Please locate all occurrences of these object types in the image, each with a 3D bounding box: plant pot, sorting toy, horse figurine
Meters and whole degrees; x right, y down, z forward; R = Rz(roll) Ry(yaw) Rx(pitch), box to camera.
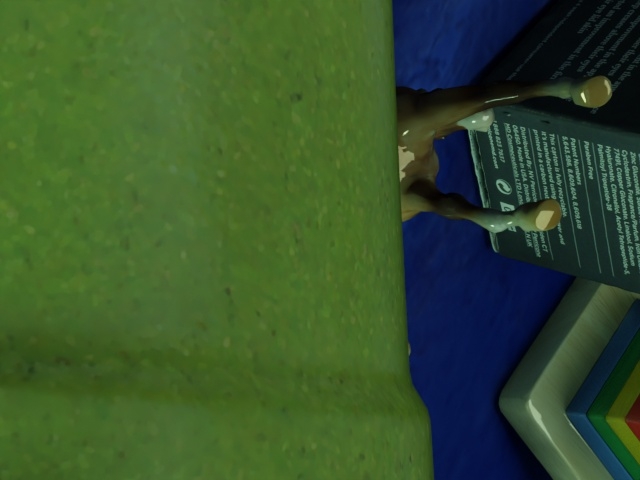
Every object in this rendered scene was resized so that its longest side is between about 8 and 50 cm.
[{"bbox_3d":[-0.082,-0.037,0.546,0.276,0.276,0.253,11,83,-55],"label":"plant pot"},{"bbox_3d":[0.262,0.087,1.121,0.257,0.089,0.255,51,61,-27],"label":"sorting toy"},{"bbox_3d":[0.000,0.000,0.758,0.263,0.174,0.066,-41,116,-25],"label":"horse figurine"}]

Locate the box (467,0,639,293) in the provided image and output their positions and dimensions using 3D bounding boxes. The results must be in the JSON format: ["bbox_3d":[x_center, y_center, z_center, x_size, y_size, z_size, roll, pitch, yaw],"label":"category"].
[{"bbox_3d":[0.203,-0.052,0.945,0.153,0.207,0.108,-46,137,-33],"label":"box"}]
